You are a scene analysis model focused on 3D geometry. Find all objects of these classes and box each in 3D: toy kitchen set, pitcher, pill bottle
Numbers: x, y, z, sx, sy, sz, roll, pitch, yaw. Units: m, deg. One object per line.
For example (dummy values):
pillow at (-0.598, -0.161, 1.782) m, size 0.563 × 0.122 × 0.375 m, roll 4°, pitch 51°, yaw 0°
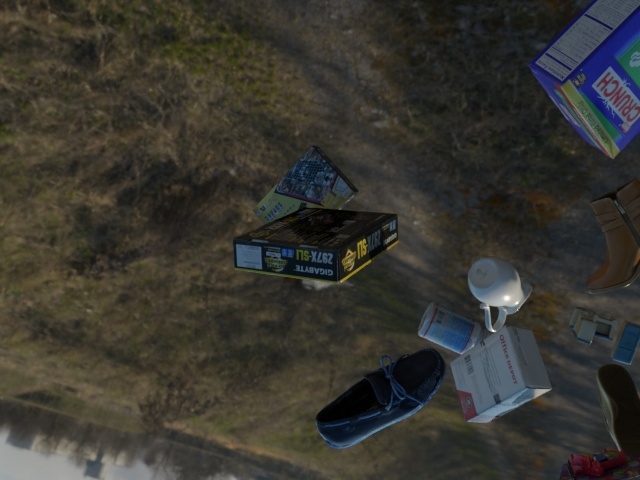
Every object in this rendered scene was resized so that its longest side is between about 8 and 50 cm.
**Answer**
toy kitchen set at (0.843, 0.297, 1.956) m, size 0.207 × 0.122 × 0.166 m, roll 17°, pitch -168°, yaw 8°
pitcher at (0.463, 0.143, 1.755) m, size 0.125 × 0.178 × 0.207 m, roll 20°, pitch 172°, yaw 42°
pill bottle at (0.314, 0.212, 1.538) m, size 0.160 × 0.087 × 0.087 m, roll 24°, pitch 161°, yaw 5°

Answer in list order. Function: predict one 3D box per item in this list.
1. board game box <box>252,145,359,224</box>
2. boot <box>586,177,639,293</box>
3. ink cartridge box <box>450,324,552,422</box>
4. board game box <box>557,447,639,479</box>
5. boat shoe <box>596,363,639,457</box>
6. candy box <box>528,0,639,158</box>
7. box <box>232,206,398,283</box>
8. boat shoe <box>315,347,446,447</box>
board game box at (-0.041, -0.103, 1.719) m, size 0.165 × 0.243 × 0.042 m, roll 49°, pitch -160°, yaw 8°
boot at (0.520, -0.007, 1.169) m, size 0.197 × 0.073 × 0.152 m, roll -39°, pitch 92°, yaw 29°
ink cartridge box at (0.265, 0.200, 0.986) m, size 0.056 × 0.099 × 0.135 m, roll 11°, pitch 142°, yaw -28°
board game box at (0.469, 0.372, 1.121) m, size 0.133 × 0.033 × 0.168 m, roll -15°, pitch 172°, yaw 23°
boat shoe at (0.785, 0.466, 1.701) m, size 0.109 × 0.302 × 0.098 m, roll -9°, pitch 133°, yaw 6°
candy box at (0.623, -0.370, 1.336) m, size 0.268 × 0.317 × 0.122 m, roll 34°, pitch -163°, yaw -38°
box at (0.000, 0.000, 1.488) m, size 0.257 × 0.079 × 0.322 m, roll 4°, pitch -163°, yaw 27°
boat shoe at (0.109, 0.276, 1.171) m, size 0.109 × 0.258 × 0.089 m, roll 45°, pitch 172°, yaw 48°
